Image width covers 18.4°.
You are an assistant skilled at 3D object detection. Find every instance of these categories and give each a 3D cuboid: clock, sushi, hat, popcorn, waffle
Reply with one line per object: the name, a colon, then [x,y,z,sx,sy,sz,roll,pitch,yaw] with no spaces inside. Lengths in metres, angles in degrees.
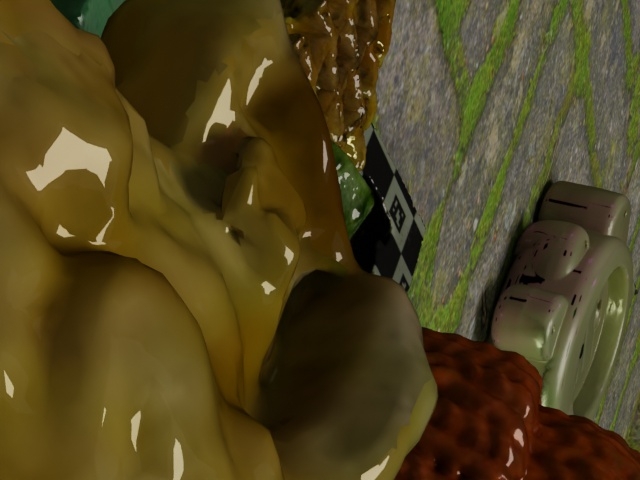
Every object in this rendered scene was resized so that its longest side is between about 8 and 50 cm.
clock: [0.259,0.108,2.207,0.309,0.114,0.284,-46,146,-55]
sushi: [0.000,0.000,1.431,0.192,0.051,0.215,61,32,-36]
hat: [0.185,0.235,1.601,0.285,0.400,0.285,11,90,-68]
popcorn: [-0.154,0.092,0.584,0.354,0.344,0.390,29,60,-41]
waffle: [0.002,-0.181,1.292,0.260,0.069,0.292,17,83,-74]

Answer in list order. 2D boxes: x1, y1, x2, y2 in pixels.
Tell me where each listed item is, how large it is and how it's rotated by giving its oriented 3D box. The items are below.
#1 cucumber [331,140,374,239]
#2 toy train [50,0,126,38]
cucumber: [-0.074,0.036,1.126,0.134,0.134,0.244,79,33,-52]
toy train: [-0.126,-0.031,0.854,0.266,0.145,0.201,75,25,-56]
